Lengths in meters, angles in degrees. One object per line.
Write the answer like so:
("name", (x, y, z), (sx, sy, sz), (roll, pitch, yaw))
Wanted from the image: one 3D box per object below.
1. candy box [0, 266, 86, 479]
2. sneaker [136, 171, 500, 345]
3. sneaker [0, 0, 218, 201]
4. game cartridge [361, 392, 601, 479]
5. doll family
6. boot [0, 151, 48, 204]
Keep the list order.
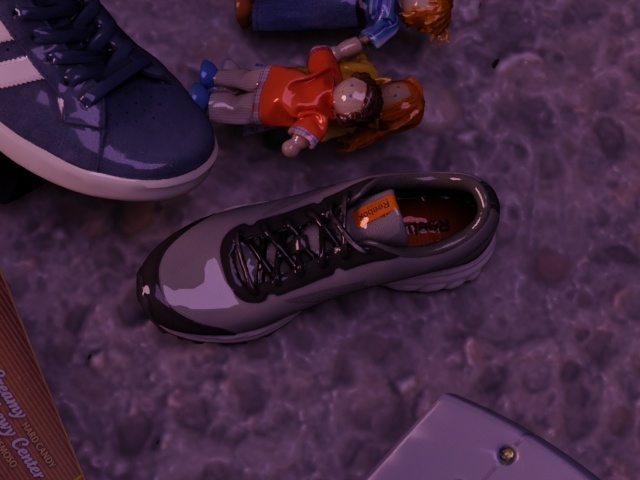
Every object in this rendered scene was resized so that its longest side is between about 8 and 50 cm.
("candy box", (-0.234, 0.171, 0.984), (0.183, 0.087, 0.316), (-23, 110, -14))
("sneaker", (0.000, 0.000, 1.148), (0.271, 0.108, 0.100), (-14, 74, -9))
("sneaker", (-0.203, -0.171, 1.085), (0.350, 0.148, 0.131), (38, 45, 8))
("game cartridge", (0.140, 0.249, 1.042), (0.294, 0.060, 0.196), (45, 101, 20))
("doll family", (0.014, -0.157, 1.212), (0.163, 0.118, 0.263), (4, 64, 14))
("boot", (-0.316, -0.113, 1.145), (0.263, 0.091, 0.229), (-24, 68, -41))
